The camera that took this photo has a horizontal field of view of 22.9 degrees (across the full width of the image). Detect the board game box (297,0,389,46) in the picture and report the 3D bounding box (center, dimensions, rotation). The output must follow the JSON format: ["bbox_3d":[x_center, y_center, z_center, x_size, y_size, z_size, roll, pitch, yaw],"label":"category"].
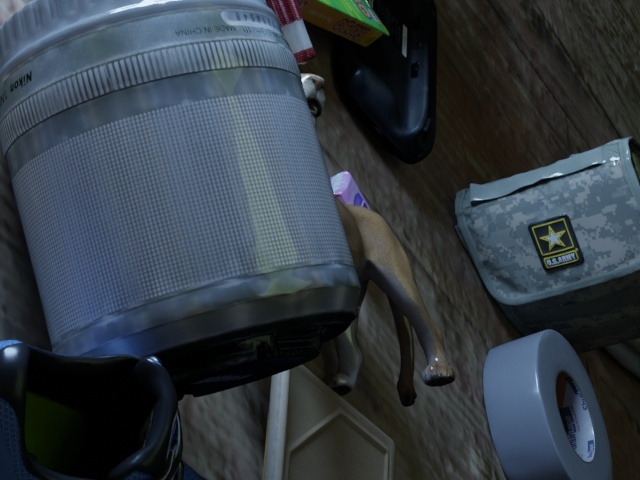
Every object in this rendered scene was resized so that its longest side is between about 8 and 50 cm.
[{"bbox_3d":[-0.017,-0.280,1.675,0.259,0.039,0.124,7,49,-61],"label":"board game box"}]

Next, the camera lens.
[{"bbox_3d":[-0.103,-0.033,1.118,0.219,0.219,0.274,5,67,-63],"label":"camera lens"}]

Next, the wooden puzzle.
[{"bbox_3d":[0.002,0.232,1.346,0.239,0.044,0.221,50,36,-48],"label":"wooden puzzle"}]

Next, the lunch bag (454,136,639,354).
[{"bbox_3d":[0.325,0.005,1.960,0.287,0.235,0.169,46,36,-42],"label":"lunch bag"}]

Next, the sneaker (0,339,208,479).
[{"bbox_3d":[-0.134,0.154,1.002,0.330,0.147,0.130,38,39,-50],"label":"sneaker"}]

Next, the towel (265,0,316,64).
[{"bbox_3d":[-0.089,-0.307,1.432,0.237,0.037,0.329,-169,-124,-79],"label":"towel"}]

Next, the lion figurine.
[{"bbox_3d":[0.000,0.000,1.445,0.392,0.142,0.240,50,24,-60],"label":"lion figurine"}]

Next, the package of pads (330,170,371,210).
[{"bbox_3d":[0.032,-0.024,1.620,0.083,0.032,0.050,60,29,-21],"label":"package of pads"}]

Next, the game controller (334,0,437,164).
[{"bbox_3d":[0.078,-0.238,1.866,0.166,0.067,0.319,36,38,-29],"label":"game controller"}]

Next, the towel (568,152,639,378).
[{"bbox_3d":[0.486,0.060,2.443,0.374,0.090,0.320,34,45,-52],"label":"towel"}]

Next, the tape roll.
[{"bbox_3d":[0.274,0.220,1.892,0.219,0.072,0.219,47,33,-43],"label":"tape roll"}]
